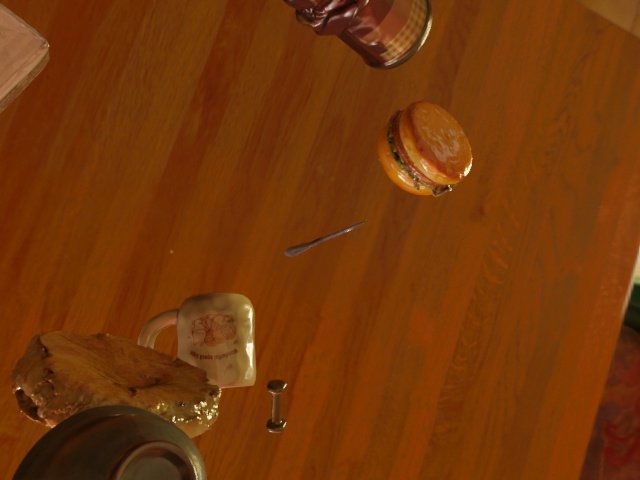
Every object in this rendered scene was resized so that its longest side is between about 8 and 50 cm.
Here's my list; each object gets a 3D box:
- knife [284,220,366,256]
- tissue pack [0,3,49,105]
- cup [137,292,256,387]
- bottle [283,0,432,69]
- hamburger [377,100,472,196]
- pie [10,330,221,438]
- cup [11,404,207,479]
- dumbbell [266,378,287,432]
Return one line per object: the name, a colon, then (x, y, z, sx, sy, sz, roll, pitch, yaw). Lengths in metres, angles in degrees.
knife: (0.000, 0.000, 0.886, 0.045, 0.313, 0.019, -26, 93, -23)
tissue pack: (-0.535, -0.293, 0.812, 0.159, 0.229, 0.145, -50, 119, -7)
cup: (-0.268, 0.233, 1.180, 0.255, 0.173, 0.202, -11, 74, 27)
bottle: (0.036, -0.346, 0.703, 0.271, 0.156, 0.143, 17, 53, -45)
hamburger: (0.251, -0.216, 1.299, 0.246, 0.170, 0.246, 19, 57, -33)
pie: (-0.321, 0.230, 0.836, 0.340, 0.339, 0.083, 18, 92, -15)
cup: (-0.184, 0.245, 0.500, 0.199, 0.150, 0.199, 19, 53, -28)
dumbbell: (-0.101, 0.381, 1.192, 0.046, 0.052, 0.117, 3, 99, 8)
